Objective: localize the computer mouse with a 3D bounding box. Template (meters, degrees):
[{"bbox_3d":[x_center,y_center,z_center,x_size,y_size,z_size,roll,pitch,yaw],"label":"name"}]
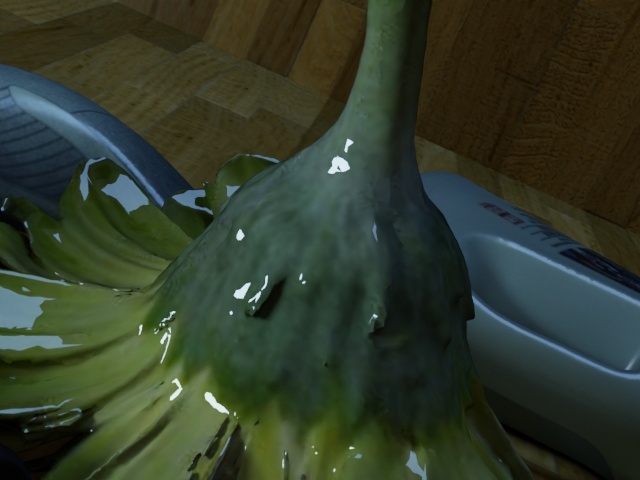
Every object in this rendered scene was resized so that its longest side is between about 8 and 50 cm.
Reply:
[{"bbox_3d":[-0.105,-0.010,1.055,0.379,0.090,0.167,31,-10,3],"label":"computer mouse"}]

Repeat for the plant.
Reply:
[{"bbox_3d":[0.007,0.026,0.769,0.306,0.297,0.261,24,-2,23],"label":"plant"}]

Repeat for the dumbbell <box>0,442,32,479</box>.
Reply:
[{"bbox_3d":[-0.083,0.120,0.534,0.208,0.099,0.099,27,11,22],"label":"dumbbell"}]

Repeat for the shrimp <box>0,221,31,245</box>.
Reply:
[{"bbox_3d":[-0.147,0.025,0.917,0.248,0.068,0.150,27,3,34],"label":"shrimp"}]

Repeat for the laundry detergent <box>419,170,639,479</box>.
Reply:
[{"bbox_3d":[0.205,0.095,1.236,0.398,0.125,0.264,30,11,17],"label":"laundry detergent"}]
